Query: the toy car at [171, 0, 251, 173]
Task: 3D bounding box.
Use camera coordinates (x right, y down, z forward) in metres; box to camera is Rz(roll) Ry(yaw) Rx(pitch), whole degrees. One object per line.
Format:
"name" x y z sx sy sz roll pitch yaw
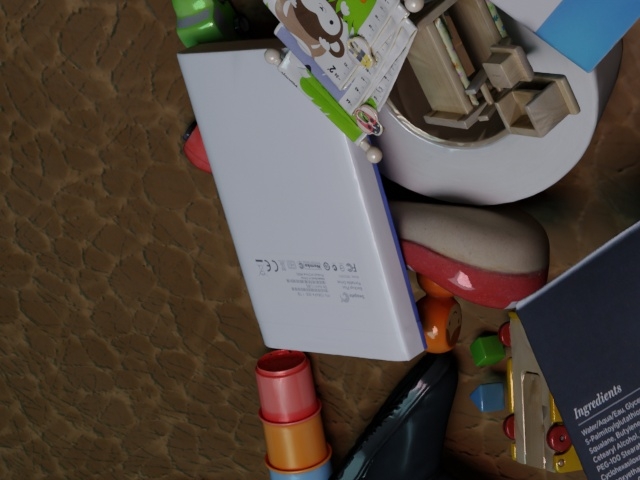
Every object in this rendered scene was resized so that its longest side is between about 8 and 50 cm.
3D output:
"toy car" -0.089 -0.170 1.978 0.239 0.053 0.225 -14 120 33

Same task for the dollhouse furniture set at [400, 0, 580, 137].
"dollhouse furniture set" 0.137 -0.194 1.650 0.161 0.101 0.182 13 138 52

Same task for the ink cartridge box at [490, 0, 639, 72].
"ink cartridge box" 0.193 -0.325 1.618 0.270 0.198 0.197 35 134 -5

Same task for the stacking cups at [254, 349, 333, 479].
"stacking cups" -0.014 0.277 2.264 0.096 0.096 0.316 4 115 23

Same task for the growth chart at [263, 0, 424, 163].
"growth chart" 0.013 -0.191 1.694 0.172 0.021 0.237 41 148 17

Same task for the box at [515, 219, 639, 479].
"box" 0.406 0.178 1.743 0.212 0.293 0.395 -39 66 41

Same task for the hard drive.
"hard drive" -0.019 -0.041 1.895 0.210 0.040 0.318 3 115 47

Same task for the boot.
"boot" 0.143 0.260 2.167 0.207 0.094 0.246 33 117 -2

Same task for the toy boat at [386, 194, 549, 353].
"toy boat" 0.121 0.037 1.924 0.231 0.151 0.151 12 101 54

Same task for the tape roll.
"tape roll" 0.137 -0.174 1.834 0.286 0.100 0.286 14 131 16

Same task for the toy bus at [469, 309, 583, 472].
"toy bus" 0.255 0.143 2.032 0.104 0.191 0.202 -5 141 -26
